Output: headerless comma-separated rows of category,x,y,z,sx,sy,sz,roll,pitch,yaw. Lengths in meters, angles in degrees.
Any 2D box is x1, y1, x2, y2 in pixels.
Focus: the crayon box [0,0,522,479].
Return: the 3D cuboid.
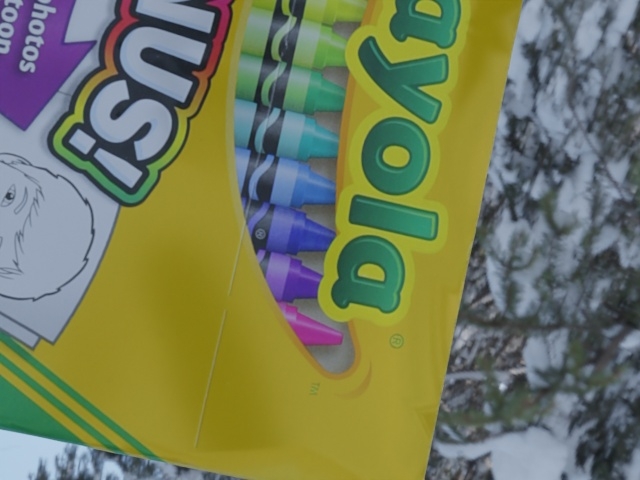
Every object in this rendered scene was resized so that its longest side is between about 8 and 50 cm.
crayon box,-0.075,-0.091,0.367,0.313,0.362,0.106,12,177,-4
